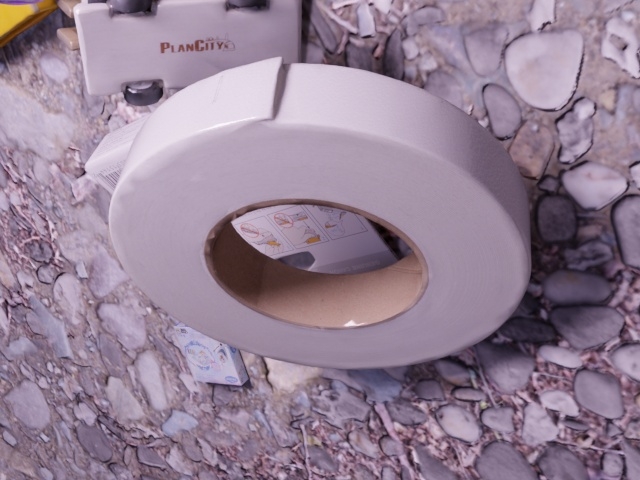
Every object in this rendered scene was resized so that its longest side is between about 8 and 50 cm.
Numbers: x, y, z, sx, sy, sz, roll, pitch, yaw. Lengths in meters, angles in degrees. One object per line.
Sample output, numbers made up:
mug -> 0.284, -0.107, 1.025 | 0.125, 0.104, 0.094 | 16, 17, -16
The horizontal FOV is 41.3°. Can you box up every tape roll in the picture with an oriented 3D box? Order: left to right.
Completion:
tape roll -> 0.000, 0.000, 0.797 | 0.392, 0.072, 0.392 | 6, 145, 4

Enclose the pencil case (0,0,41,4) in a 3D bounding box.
pencil case -> -0.336, -0.353, 0.903 | 0.086, 0.088, 0.206 | 111, 150, -72

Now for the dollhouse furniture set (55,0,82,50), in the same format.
dollhouse furniture set -> -0.154, -0.276, 0.868 | 0.242, 0.161, 0.212 | 42, 136, 39

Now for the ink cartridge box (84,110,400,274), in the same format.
ink cartridge box -> -0.083, -0.051, 0.965 | 0.296, 0.066, 0.261 | -14, 129, 40

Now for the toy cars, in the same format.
toy cars -> -0.036, -0.247, 0.712 | 0.394, 0.087, 0.176 | -38, 129, 14

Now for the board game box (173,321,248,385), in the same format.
board game box -> -0.150, 0.153, 1.160 | 0.090, 0.020, 0.090 | -2, 114, 36

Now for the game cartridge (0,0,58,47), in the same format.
game cartridge -> -0.474, -0.393, 1.051 | 0.285, 0.053, 0.323 | -10, 107, 44
